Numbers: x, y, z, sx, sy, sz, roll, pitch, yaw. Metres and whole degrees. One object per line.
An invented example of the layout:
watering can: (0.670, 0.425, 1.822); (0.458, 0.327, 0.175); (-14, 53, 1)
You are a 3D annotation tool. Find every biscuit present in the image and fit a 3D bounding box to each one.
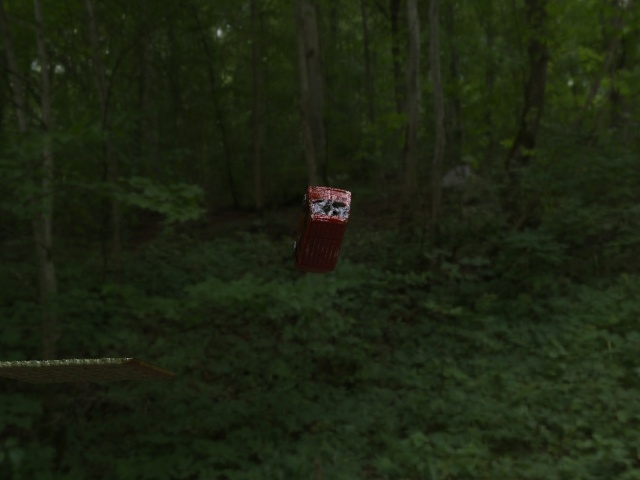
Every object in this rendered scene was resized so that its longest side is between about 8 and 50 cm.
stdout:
biscuit: (-0.325, 0.175, 0.898); (0.232, 0.016, 0.139); (-5, -20, 13)

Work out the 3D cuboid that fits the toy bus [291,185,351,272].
toy bus: (0.000, 0.000, 1.141); (0.081, 0.089, 0.195); (8, -42, -7)
